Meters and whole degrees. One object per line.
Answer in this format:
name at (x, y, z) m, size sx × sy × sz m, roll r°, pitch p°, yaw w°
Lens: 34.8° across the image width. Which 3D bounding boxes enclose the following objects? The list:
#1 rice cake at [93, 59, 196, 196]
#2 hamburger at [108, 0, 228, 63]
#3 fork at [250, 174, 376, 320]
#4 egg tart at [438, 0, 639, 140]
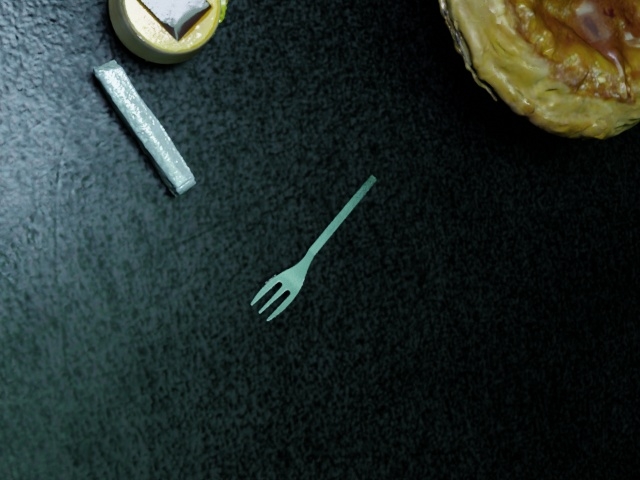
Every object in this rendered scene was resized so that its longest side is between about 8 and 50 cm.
rice cake at (-0.197, -0.127, 1.145) m, size 0.033 × 0.029 × 0.171 m, roll -37°, pitch 100°, yaw -19°
hamburger at (-0.170, -0.267, 1.145) m, size 0.126 × 0.081 × 0.141 m, roll 28°, pitch 85°, yaw -20°
fork at (0.001, 0.000, 1.236) m, size 0.039 × 0.021 × 0.235 m, roll 47°, pitch 67°, yaw -18°
egg tart at (0.314, -0.343, 1.347) m, size 0.443 × 0.178 × 0.443 m, roll 2°, pitch 86°, yaw -27°
